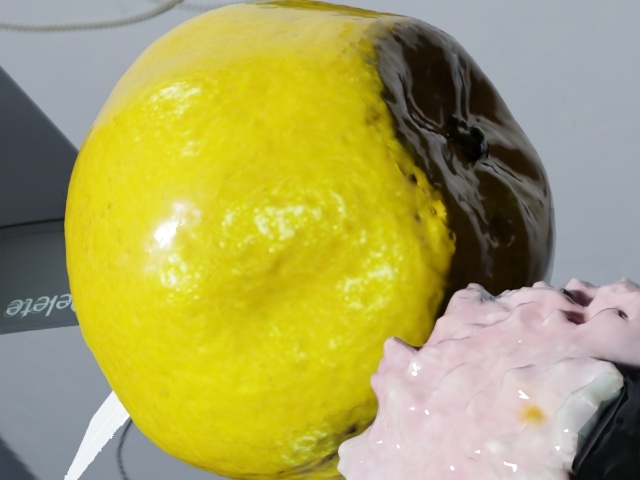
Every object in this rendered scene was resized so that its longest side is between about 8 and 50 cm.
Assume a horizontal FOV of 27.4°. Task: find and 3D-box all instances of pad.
[{"bbox_3d":[-0.131,0.094,1.007,0.004,0.156,0.232,35,108,-10],"label":"pad"}]

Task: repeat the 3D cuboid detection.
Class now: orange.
[{"bbox_3d":[0.000,0.000,0.709,0.235,0.279,0.279,-21,112,30],"label":"orange"}]

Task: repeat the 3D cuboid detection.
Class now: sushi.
[{"bbox_3d":[0.069,0.122,0.404,0.161,0.107,0.241,4,105,-36],"label":"sushi"}]

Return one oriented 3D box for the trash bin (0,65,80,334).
[{"bbox_3d":[-0.274,-0.040,1.034,0.225,0.165,0.115,48,124,30],"label":"trash bin"}]
